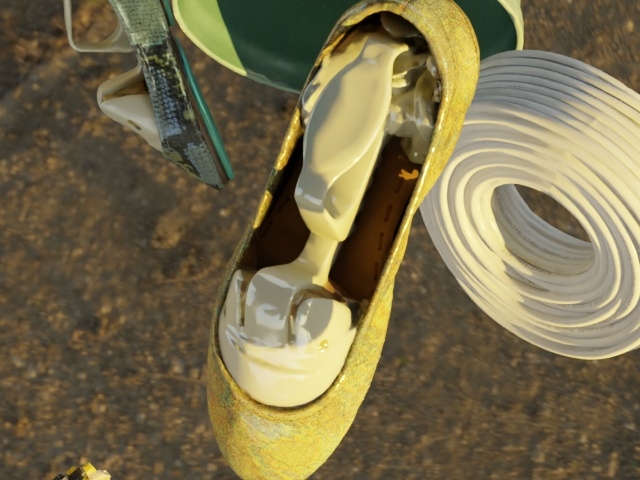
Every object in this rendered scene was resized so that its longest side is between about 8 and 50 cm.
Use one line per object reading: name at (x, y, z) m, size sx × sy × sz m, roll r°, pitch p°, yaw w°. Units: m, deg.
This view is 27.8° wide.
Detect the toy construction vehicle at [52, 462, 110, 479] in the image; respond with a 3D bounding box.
toy construction vehicle at (-0.177, 0.223, 1.072) m, size 0.035 × 0.098 × 0.086 m, roll -43°, pitch 68°, yaw -8°

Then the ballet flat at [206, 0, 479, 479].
ballet flat at (0.000, 0.000, 0.822) m, size 0.123 × 0.123 × 0.348 m, roll 25°, pitch 96°, yaw 24°

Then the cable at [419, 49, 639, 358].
cable at (0.187, -0.024, 1.034) m, size 0.257 × 0.257 × 0.089 m, roll 42°, pitch 59°, yaw 6°

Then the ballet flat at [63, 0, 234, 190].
ballet flat at (-0.104, -0.106, 0.720) m, size 0.070 × 0.070 × 0.188 m, roll -7°, pitch 117°, yaw 20°

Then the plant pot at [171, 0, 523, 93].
plant pot at (0.034, -0.265, 1.103) m, size 0.293 × 0.293 × 0.196 m, roll 1°, pitch 72°, yaw 22°
